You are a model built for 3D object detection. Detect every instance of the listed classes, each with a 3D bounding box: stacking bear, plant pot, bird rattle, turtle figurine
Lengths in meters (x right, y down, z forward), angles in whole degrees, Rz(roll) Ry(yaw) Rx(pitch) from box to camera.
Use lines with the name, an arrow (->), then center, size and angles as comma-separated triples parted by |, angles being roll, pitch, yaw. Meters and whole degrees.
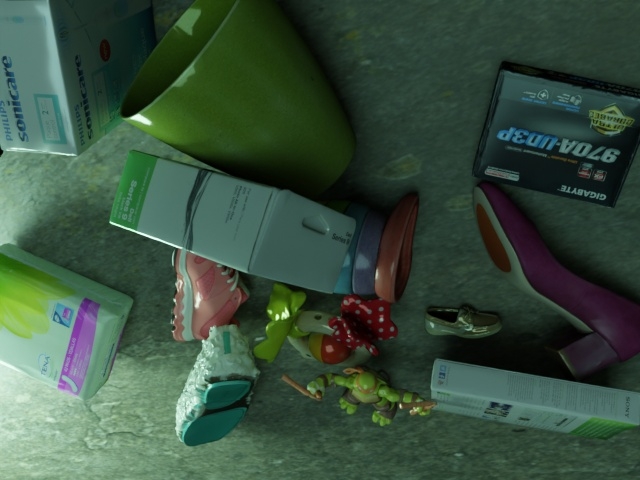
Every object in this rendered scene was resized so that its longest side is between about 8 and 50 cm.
stacking bear -> 0.000, 0.000, 1.247 | 0.289, 0.164, 0.175 | 11, 120, 14
plant pot -> -0.092, -0.200, 1.118 | 0.275, 0.274, 0.293 | -35, 122, 28
bird rattle -> 0.020, 0.161, 1.346 | 0.254, 0.143, 0.207 | -2, 146, 17
turtle figurine -> 0.072, 0.269, 1.353 | 0.270, 0.087, 0.217 | 6, 158, 7

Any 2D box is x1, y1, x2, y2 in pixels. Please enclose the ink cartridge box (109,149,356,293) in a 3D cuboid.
ink cartridge box -> -0.127, -0.028, 1.095 | 0.289, 0.211, 0.121 | 17, 89, 36

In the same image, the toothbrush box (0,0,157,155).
toothbrush box -> -0.357, -0.279, 1.101 | 0.126, 0.295, 0.216 | 6, 119, 12

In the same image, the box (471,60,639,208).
box -> 0.354, -0.157, 1.119 | 0.220, 0.051, 0.175 | 14, 121, 7

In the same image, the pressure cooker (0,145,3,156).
pressure cooker -> -0.767, -0.222, 1.209 | 0.420, 0.375, 0.369 | 36, 96, -5

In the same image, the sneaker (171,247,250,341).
sneaker -> -0.193, 0.060, 1.368 | 0.136, 0.116, 0.313 | 8, 127, -1

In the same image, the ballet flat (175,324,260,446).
ballet flat -> -0.200, 0.278, 1.450 | 0.147, 0.147, 0.409 | 29, 144, -1

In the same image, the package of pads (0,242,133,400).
package of pads -> -0.545, 0.166, 1.498 | 0.297, 0.101, 0.229 | 24, 114, 3

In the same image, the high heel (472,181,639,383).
high heel -> 0.394, 0.038, 1.212 | 0.181, 0.127, 0.377 | -32, 102, -5

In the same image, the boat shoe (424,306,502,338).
boat shoe -> 0.247, 0.140, 1.312 | 0.135, 0.050, 0.045 | -4, 122, 17

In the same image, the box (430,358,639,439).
box -> 0.349, 0.274, 1.279 | 0.322, 0.058, 0.232 | 9, 161, 11
